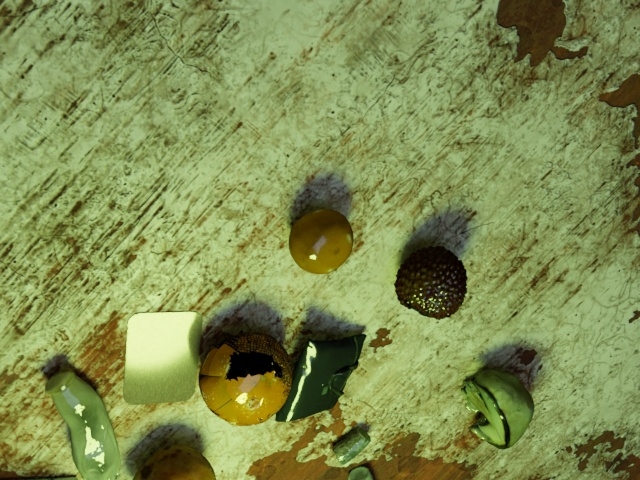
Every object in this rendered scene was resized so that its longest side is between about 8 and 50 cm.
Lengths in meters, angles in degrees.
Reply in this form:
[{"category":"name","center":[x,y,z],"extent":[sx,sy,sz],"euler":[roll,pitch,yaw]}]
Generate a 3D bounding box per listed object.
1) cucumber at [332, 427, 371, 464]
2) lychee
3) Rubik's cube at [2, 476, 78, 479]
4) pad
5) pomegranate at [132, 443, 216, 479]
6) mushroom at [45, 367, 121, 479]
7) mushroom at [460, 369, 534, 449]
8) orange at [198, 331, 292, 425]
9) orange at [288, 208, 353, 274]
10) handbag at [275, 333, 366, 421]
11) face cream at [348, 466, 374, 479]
[{"category":"cucumber","center":[0.089,0.582,2.012],"extent":[0.112,0.064,0.064],"euler":[-37,123,0]},{"category":"lychee","center":[0.281,0.102,1.766],"extent":[0.188,0.188,0.188],"euler":[-9,119,-16]},{"category":"Rubik's cube","center":[-0.710,0.743,1.679],"extent":[0.256,0.253,0.258],"euler":[7,115,-24]},{"category":"pad","center":[-0.380,0.285,1.709],"extent":[0.176,0.002,0.266],"euler":[1,116,-21]},{"category":"pomegranate","center":[-0.360,0.628,1.776],"extent":[0.215,0.215,0.215],"euler":[-9,119,-16]},{"category":"mushroom","center":[-0.551,0.445,1.679],"extent":[0.109,0.097,0.351],"euler":[-17,117,-15]},{"category":"mushroom","center":[0.532,0.476,2.053],"extent":[0.164,0.190,0.267],"euler":[-31,123,-20]},{"category":"orange","center":[-0.179,0.333,1.709],"extent":[0.235,0.182,0.234],"euler":[-9,125,-13]},{"category":"orange","center":[0.000,0.000,1.632],"extent":[0.156,0.124,0.156],"euler":[-21,129,-29]},{"category":"handbag","center":[0.004,0.349,1.827],"extent":[0.211,0.089,0.254],"euler":[1,118,-43]},{"category":"face cream","center":[0.134,0.763,2.131],"extent":[0.084,0.057,0.198],"euler":[-21,124,-10]}]
